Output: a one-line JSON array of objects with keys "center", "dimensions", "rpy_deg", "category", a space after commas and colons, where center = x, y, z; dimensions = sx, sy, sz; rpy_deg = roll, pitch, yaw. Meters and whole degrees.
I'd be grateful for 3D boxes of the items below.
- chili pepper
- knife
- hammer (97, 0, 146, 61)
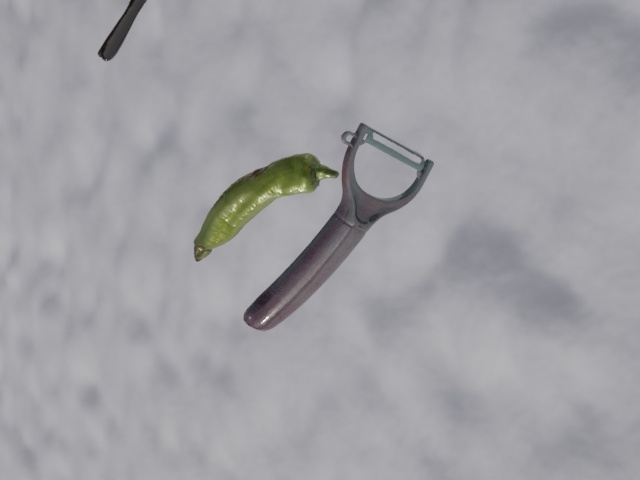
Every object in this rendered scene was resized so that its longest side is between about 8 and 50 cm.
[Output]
[{"center": [-0.071, -0.035, 1.327], "dimensions": [0.208, 0.049, 0.043], "rpy_deg": [-29, 76, 39], "category": "chili pepper"}, {"center": [0.000, 0.001, 1.534], "dimensions": [0.278, 0.123, 0.053], "rpy_deg": [-51, 33, 18], "category": "knife"}, {"center": [-0.207, -0.239, 1.495], "dimensions": [0.178, 0.065, 0.021], "rpy_deg": [-73, -24, -45], "category": "hammer"}]
